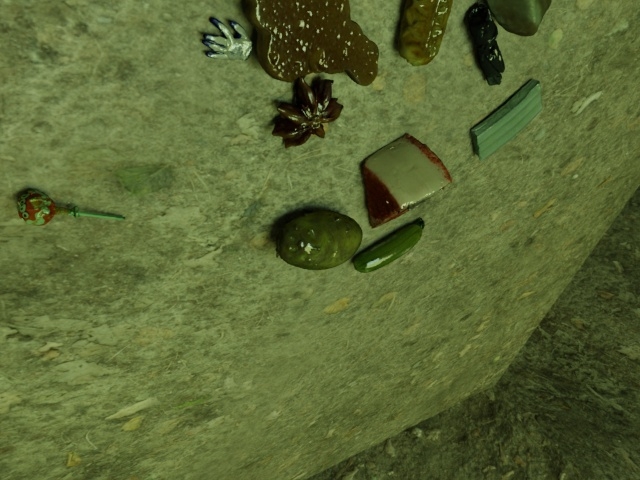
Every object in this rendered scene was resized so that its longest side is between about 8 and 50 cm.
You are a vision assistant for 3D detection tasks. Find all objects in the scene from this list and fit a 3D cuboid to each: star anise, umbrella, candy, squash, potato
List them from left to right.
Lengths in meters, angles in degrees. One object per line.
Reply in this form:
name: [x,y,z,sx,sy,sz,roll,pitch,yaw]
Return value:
candy: [-0.399,-0.045,0.882,0.185,0.049,0.055,7,78,-54]
star anise: [-0.022,-0.237,1.025,0.168,0.057,0.167,-25,139,-23]
potato: [0.000,0.000,1.250,0.251,0.113,0.149,-10,127,-49]
squash: [0.200,0.020,1.494,0.252,0.066,0.066,-31,143,-16]
umbrella: [0.377,-0.427,1.210,0.236,0.059,0.066,36,57,-57]
candy: [0.394,-0.517,1.080,0.104,0.102,0.234,-62,148,-6]

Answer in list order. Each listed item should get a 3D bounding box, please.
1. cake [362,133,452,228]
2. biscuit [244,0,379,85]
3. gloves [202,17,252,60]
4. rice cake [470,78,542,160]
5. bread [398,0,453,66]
cake: [0.175,-0.138,1.324,0.158,0.159,0.262,-31,177,-17]
biscuit: [-0.008,-0.349,0.915,0.320,0.047,0.183,6,114,-43]
gloves: [-0.147,-0.316,0.853,0.086,0.026,0.064,-3,127,-36]
rice cake: [0.505,-0.321,1.451,0.237,0.043,0.127,-41,146,-1]
bread: [0.213,-0.491,0.969,0.084,0.077,0.367,-20,140,-30]
